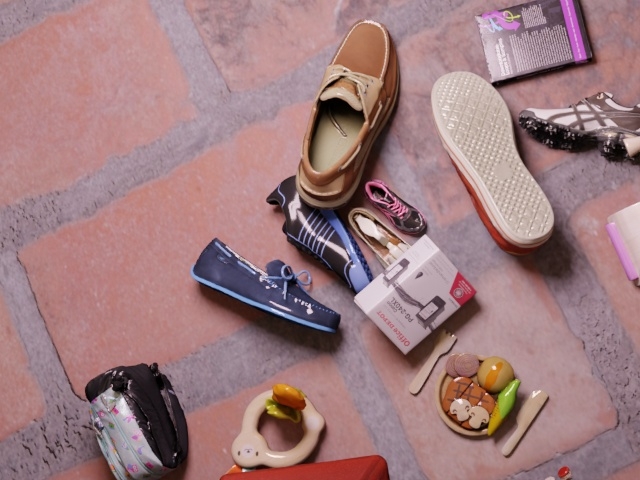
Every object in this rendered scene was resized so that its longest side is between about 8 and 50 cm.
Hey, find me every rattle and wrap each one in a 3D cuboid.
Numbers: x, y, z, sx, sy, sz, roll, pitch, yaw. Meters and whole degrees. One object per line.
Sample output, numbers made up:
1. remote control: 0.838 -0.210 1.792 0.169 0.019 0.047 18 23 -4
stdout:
1. rattle: -0.089 0.315 1.962 0.199 0.143 0.130 -40 94 -2

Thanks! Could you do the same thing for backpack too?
1. backpack: -0.288 0.291 2.012 0.115 0.152 0.182 -30 80 22

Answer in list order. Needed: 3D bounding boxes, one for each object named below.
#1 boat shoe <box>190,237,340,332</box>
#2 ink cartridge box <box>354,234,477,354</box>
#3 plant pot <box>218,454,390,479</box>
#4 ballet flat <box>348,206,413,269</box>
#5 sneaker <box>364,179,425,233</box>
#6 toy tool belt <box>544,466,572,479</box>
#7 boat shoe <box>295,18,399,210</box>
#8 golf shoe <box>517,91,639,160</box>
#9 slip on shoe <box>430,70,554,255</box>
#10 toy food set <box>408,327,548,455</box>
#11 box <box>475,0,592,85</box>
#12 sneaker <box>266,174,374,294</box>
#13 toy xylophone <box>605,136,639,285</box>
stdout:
1. boat shoe: -0.082 0.066 2.011 0.258 0.109 0.089 23 84 12
2. ink cartridge box: 0.144 0.084 1.954 0.150 0.063 0.109 -42 119 3
3. plant pot: -0.030 0.479 1.846 0.267 0.236 0.267 -9 91 11
4. ballet flat: 0.104 0.010 2.006 0.168 0.052 0.057 40 91 14
5. sneaker: 0.113 -0.054 2.012 0.119 0.057 0.047 38 89 13
6. toy tool belt: 0.351 0.379 1.907 0.083 0.052 0.051 -43 107 6
7. boat shoe: 0.046 -0.207 1.990 0.122 0.120 0.324 12 68 8
8. golf shoe: 0.404 -0.186 1.969 0.198 0.077 0.094 13 74 7
9. slip on shoe: 0.255 -0.118 1.970 0.123 0.101 0.331 -18 65 -13
10. toy food set: 0.235 0.231 1.952 0.192 0.038 0.132 31 89 15
11. box: 0.335 -0.318 2.019 0.162 0.029 0.116 -13 78 9
12. sneaker: 0.000 0.000 2.020 0.090 0.081 0.232 -33 69 7
13. toy xylophone: 0.579 -0.070 1.895 0.322 0.081 0.236 -15 85 9
